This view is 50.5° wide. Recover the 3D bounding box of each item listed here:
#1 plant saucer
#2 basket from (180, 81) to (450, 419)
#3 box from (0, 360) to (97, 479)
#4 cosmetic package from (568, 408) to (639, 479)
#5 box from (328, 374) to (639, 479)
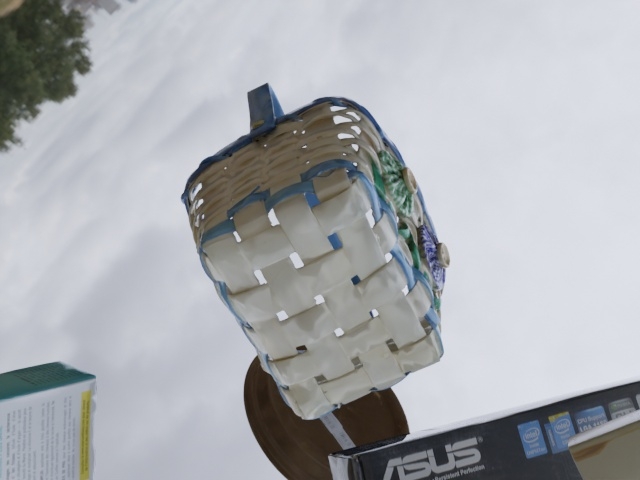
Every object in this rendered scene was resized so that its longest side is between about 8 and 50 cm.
[{"bbox_3d":[0.022,0.243,0.960,0.041,0.277,0.278,-53,-160,31],"label":"plant saucer"},{"bbox_3d":[0.000,0.000,0.619,0.201,0.255,0.289,-27,-155,2],"label":"basket"},{"bbox_3d":[-0.284,0.164,0.490,0.060,0.244,0.101,9,-82,37],"label":"box"},{"bbox_3d":[0.249,0.150,0.511,0.115,0.060,0.041,-27,-106,14],"label":"cosmetic package"},{"bbox_3d":[0.233,0.318,0.648,0.097,0.394,0.318,129,-50,-69],"label":"box"}]
